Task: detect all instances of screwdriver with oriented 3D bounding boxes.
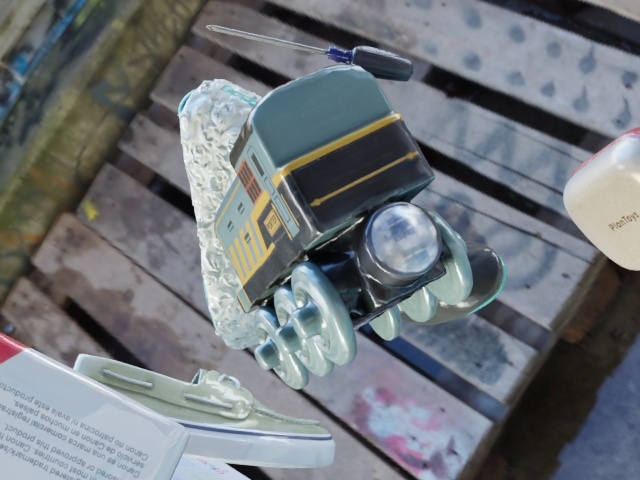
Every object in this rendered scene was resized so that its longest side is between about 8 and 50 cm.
[{"bbox_3d":[-0.007,-0.157,0.858,0.169,0.024,0.025,15,61,-3],"label":"screwdriver"}]

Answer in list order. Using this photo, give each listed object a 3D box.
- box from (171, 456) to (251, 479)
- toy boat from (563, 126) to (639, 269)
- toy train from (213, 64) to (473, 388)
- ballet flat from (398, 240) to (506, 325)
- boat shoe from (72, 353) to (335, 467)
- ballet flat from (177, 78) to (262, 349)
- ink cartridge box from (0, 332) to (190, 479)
[{"bbox_3d":[-0.187,0.386,1.414,0.262,0.231,0.127,15,98,54],"label":"box"},{"bbox_3d":[0.395,-0.067,1.257,0.151,0.231,0.151,-42,88,-21],"label":"toy boat"},{"bbox_3d":[0.000,0.000,0.836,0.142,0.334,0.190,-26,83,-17],"label":"toy train"},{"bbox_3d":[0.094,0.053,1.264,0.280,0.096,0.095,-16,65,55],"label":"ballet flat"},{"bbox_3d":[-0.125,0.185,1.140,0.109,0.302,0.094,155,125,-71],"label":"boat shoe"},{"bbox_3d":[-0.085,-0.009,1.344,0.146,0.409,0.147,-5,38,4],"label":"ballet flat"},{"bbox_3d":[-0.216,0.175,0.510,0.114,0.197,0.273,-29,33,63],"label":"ink cartridge box"}]
